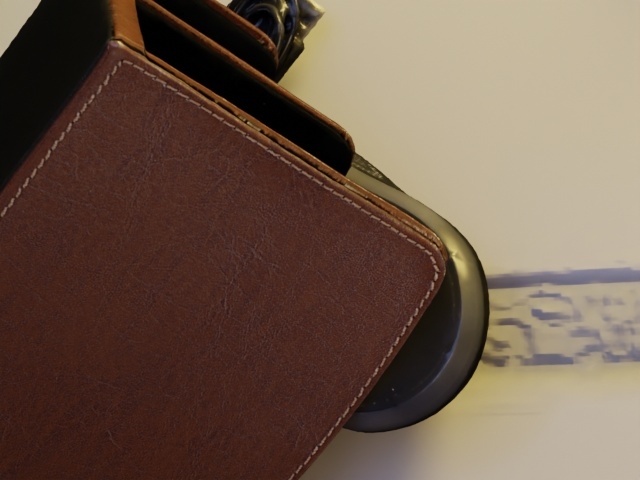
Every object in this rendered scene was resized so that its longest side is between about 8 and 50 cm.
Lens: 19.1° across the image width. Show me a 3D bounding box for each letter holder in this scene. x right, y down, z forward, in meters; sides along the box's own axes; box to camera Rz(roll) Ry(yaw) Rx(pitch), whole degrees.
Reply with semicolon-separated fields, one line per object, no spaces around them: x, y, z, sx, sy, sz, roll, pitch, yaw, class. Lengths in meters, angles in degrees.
-0.107;0.039;0.952;0.302;0.214;0.152;-50;25;17;letter holder

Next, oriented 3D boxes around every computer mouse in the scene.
0.000;0.000;1.012;0.188;0.072;0.272;-50;54;7;computer mouse
